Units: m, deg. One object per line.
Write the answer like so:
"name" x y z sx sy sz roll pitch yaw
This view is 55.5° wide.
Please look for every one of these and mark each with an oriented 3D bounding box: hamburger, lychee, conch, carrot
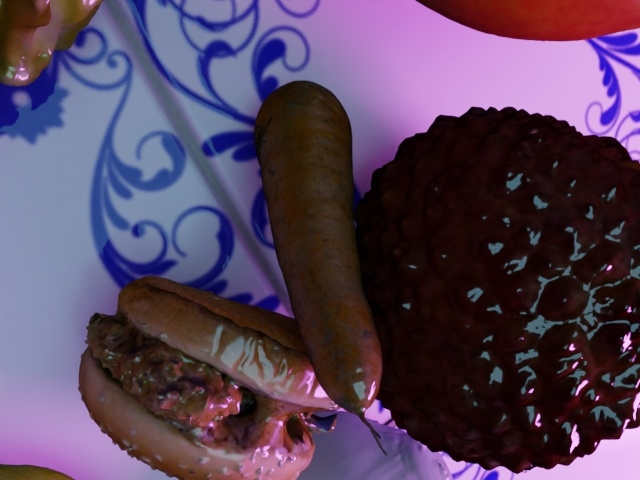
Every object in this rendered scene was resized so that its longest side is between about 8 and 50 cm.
"hamburger" -0.073 0.097 0.418 0.182 0.191 0.118 18 82 4
"lychee" 0.148 0.022 0.464 0.264 0.264 0.300 45 73 -23
"conch" 0.021 0.242 0.535 0.221 0.121 0.184 -6 71 -18
"carrot" 0.000 0.000 0.401 0.078 0.298 0.078 -6 139 -5

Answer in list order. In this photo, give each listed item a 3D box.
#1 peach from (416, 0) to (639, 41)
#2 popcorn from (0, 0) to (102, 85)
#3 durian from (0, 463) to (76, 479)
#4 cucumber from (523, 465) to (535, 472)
"peach" 0.170 -0.323 0.379 0.388 0.388 0.388 -4 100 -23
"popcorn" -0.219 -0.172 0.313 0.221 0.184 0.204 -35 138 -17
"durian" -0.231 0.219 0.421 0.250 0.101 0.139 10 130 -25
"cucumber" 0.173 0.186 0.627 0.163 0.043 0.039 45 42 -25
